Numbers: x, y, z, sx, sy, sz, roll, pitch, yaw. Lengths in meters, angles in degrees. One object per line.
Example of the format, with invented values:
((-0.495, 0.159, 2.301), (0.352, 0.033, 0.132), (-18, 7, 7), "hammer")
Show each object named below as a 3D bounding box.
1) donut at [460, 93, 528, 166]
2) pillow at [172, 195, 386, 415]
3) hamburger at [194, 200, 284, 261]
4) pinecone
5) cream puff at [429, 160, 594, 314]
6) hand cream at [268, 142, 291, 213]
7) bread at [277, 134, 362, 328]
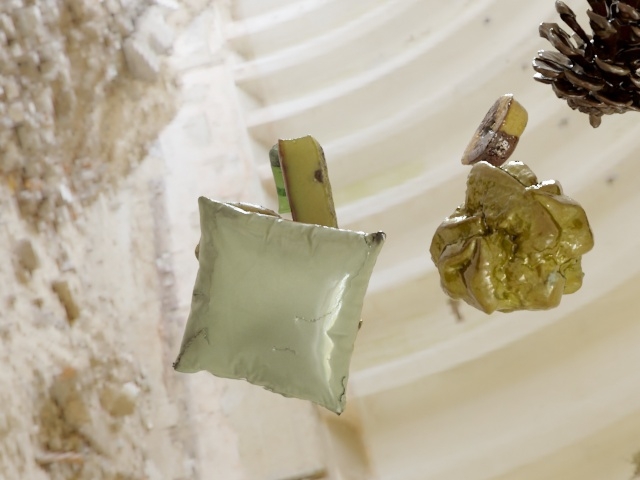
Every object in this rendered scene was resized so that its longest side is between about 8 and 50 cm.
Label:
((0.387, -0.230, 2.422), (0.184, 0.073, 0.166), (-62, -171, -12), "donut")
((-0.073, 0.103, 1.775), (0.119, 0.310, 0.312), (-36, 137, -71), "pillow")
((-0.149, 0.002, 2.066), (0.177, 0.185, 0.113), (45, 51, -44), "hamburger")
((0.477, -0.330, 1.806), (0.244, 0.244, 0.309), (-108, -148, -58), "pinecone")
((0.342, -0.006, 2.130), (0.323, 0.274, 0.270), (34, -32, 54), "cream puff")
((-0.056, -0.124, 2.227), (0.046, 0.095, 0.175), (-97, 175, -49), "hand cream")
((0.000, 0.000, 1.945), (0.138, 0.077, 0.361), (46, 31, -77), "bread")
